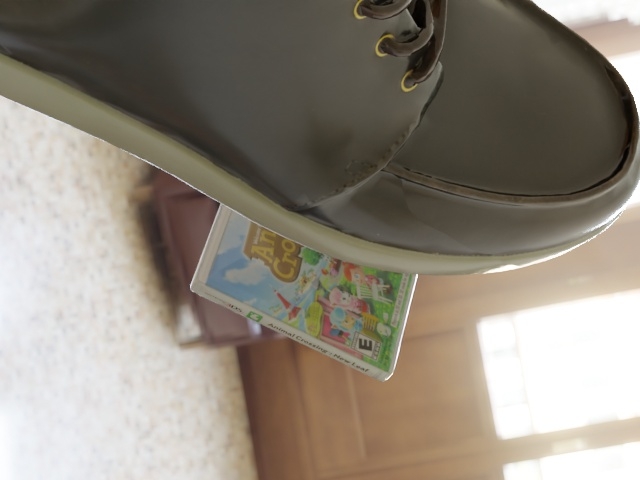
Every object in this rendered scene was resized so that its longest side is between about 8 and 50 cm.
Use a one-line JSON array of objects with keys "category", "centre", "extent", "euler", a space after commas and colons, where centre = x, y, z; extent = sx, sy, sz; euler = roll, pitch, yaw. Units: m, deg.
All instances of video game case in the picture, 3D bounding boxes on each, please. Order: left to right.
[{"category": "video game case", "centre": [0.000, 0.000, 1.346], "extent": [0.023, 0.193, 0.212], "euler": [-49, -161, 50]}]

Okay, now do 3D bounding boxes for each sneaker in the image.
[{"category": "sneaker", "centre": [0.010, -0.061, 0.352], "extent": [0.118, 0.222, 0.083], "euler": [-39, -139, 51]}]
